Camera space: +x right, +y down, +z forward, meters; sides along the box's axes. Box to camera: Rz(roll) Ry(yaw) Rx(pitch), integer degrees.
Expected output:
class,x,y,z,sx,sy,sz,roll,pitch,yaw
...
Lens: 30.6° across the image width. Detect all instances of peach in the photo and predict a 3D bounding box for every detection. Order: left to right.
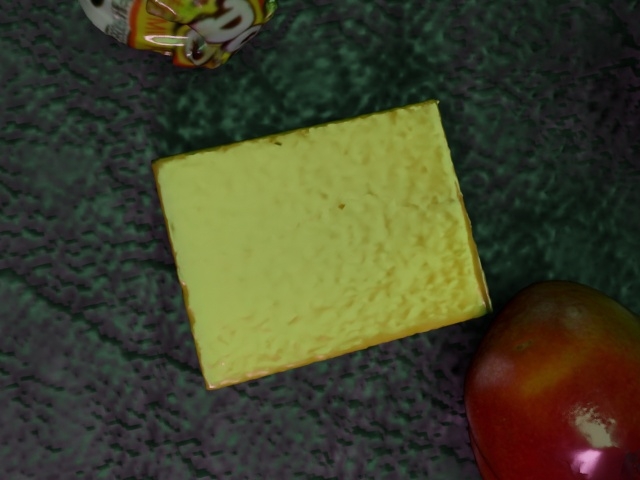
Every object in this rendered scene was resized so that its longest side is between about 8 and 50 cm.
class,x,y,z,sx,sy,sz,roll,pitch,yaw
peach,0.104,0.068,0.481,0.101,0.101,0.100,0,91,-6

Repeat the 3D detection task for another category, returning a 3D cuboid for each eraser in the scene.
class,x,y,z,sx,sy,sz,roll,pitch,yaw
eraser,0.000,0.000,0.489,0.122,0.045,0.097,-13,91,-6

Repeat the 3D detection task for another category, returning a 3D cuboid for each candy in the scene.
class,x,y,z,sx,sy,sz,roll,pitch,yaw
candy,-0.130,-0.191,0.462,0.083,0.091,0.305,-42,88,-2
